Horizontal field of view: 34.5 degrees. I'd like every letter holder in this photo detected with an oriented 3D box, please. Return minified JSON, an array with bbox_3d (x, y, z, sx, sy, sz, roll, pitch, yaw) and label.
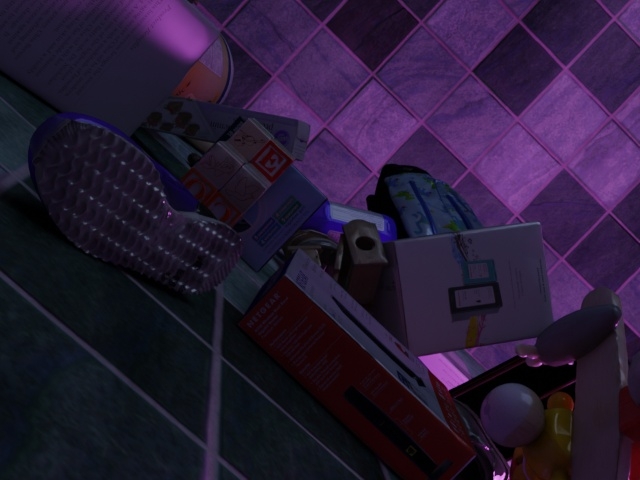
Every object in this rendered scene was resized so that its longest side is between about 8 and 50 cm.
[{"bbox_3d":[0.368,0.250,1.697,0.152,0.302,0.214,62,9,11],"label":"letter holder"}]

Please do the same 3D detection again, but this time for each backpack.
[{"bbox_3d":[0.221,0.029,2.113,0.273,0.290,0.355,4,20,3],"label":"backpack"}]

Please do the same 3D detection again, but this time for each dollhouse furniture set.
[{"bbox_3d":[0.009,0.065,1.728,0.182,0.161,0.101,102,-20,-44],"label":"dollhouse furniture set"}]

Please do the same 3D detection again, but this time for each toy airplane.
[{"bbox_3d":[0.351,0.253,1.369,0.272,0.384,0.386,19,2,-1],"label":"toy airplane"}]

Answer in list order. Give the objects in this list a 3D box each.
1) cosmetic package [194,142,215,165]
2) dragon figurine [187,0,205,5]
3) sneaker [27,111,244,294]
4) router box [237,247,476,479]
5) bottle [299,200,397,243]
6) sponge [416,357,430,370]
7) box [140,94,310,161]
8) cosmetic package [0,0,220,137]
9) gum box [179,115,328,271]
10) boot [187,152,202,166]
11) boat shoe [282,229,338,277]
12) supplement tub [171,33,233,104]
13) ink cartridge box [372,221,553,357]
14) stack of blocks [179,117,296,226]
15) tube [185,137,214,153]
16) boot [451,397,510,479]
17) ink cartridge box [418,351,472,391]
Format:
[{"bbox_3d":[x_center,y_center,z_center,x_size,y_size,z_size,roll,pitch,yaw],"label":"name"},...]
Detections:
[{"bbox_3d":[-0.143,-0.082,1.726,0.127,0.107,0.238,41,1,0],"label":"cosmetic package"},{"bbox_3d":[-0.219,-0.428,1.471,0.144,0.085,0.289,40,-3,41],"label":"dragon figurine"},{"bbox_3d":[-0.201,-0.048,0.994,0.146,0.102,0.293,42,-2,33],"label":"sneaker"},{"bbox_3d":[0.045,0.154,1.317,0.301,0.082,0.335,43,5,-3],"label":"router box"},{"bbox_3d":[0.001,-0.023,1.960,0.283,0.118,0.092,13,56,-22],"label":"bottle"},{"bbox_3d":[0.192,0.260,1.979,0.117,0.031,0.210,40,5,-37],"label":"sponge"},{"bbox_3d":[-0.179,-0.193,1.694,0.324,0.063,0.067,13,3,19],"label":"box"},{"bbox_3d":[-0.359,-0.331,1.328,0.161,0.230,0.453,45,4,35],"label":"cosmetic package"},{"bbox_3d":[-0.108,-0.071,1.584,0.184,0.157,0.041,43,4,2],"label":"gum box"},{"bbox_3d":[-0.203,-0.123,1.996,0.106,0.037,0.114,26,10,-30],"label":"boot"},{"bbox_3d":[0.048,0.070,1.921,0.324,0.123,0.116,42,2,-40],"label":"boat shoe"},{"bbox_3d":[-0.309,-0.344,1.892,0.228,0.228,0.316,45,5,14],"label":"supplement tub"},{"bbox_3d":[0.227,0.084,1.778,0.198,0.270,0.197,169,-87,-74],"label":"ink cartridge box"},{"bbox_3d":[-0.125,-0.077,1.409,0.087,0.171,0.297,43,5,-4],"label":"stack of blocks"},{"bbox_3d":[-0.268,-0.233,2.348,0.070,0.062,0.240,-3,-20,34],"label":"tube"},{"bbox_3d":[0.198,0.296,1.518,0.189,0.076,0.208,44,11,27],"label":"boot"},{"bbox_3d":[0.216,0.227,2.270,0.296,0.066,0.261,43,5,-9],"label":"ink cartridge box"}]
